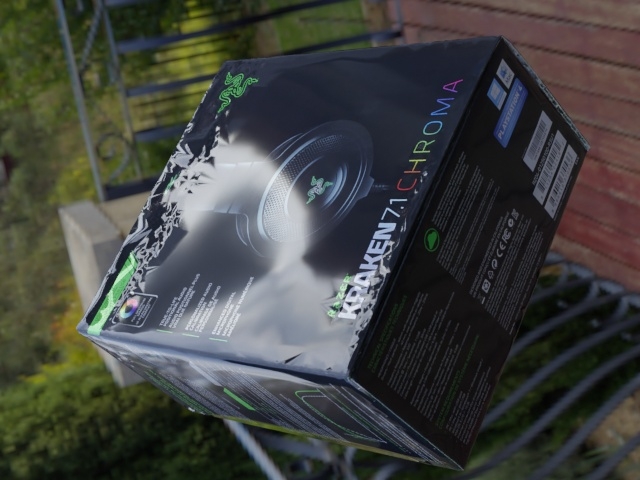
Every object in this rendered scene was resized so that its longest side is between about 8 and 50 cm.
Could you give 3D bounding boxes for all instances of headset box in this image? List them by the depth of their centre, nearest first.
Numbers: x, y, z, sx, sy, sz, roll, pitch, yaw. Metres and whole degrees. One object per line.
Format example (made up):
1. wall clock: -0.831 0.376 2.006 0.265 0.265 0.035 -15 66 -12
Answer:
1. headset box: 0.000 0.000 0.830 0.283 0.246 0.131 4 151 45
